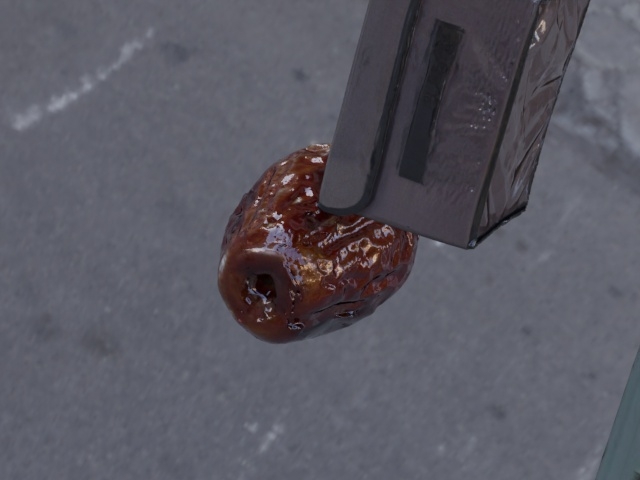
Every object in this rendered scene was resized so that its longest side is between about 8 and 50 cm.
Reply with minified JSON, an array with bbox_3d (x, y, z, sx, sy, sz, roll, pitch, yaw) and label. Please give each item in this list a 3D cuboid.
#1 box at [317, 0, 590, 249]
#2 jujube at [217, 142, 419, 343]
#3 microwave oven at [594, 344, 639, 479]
[{"bbox_3d":[0.124,-0.136,1.325,0.153,0.252,0.188,22,24,18],"label":"box"},{"bbox_3d":[0.000,0.000,1.562,0.197,0.197,0.290,38,31,7],"label":"jujube"},{"bbox_3d":[0.275,0.100,0.428,0.355,0.286,0.218,12,11,-18],"label":"microwave oven"}]
